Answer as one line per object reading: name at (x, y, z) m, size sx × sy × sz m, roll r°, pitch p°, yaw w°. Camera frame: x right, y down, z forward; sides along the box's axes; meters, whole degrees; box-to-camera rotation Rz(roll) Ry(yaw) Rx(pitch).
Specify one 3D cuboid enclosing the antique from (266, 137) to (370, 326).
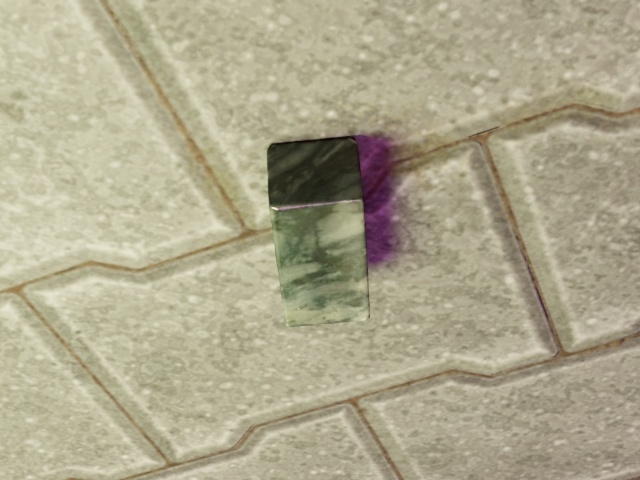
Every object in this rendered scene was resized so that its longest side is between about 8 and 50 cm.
antique at (0.000, 0.000, 1.093) m, size 0.086 × 0.088 × 0.183 m, roll -5°, pitch 135°, yaw 1°
